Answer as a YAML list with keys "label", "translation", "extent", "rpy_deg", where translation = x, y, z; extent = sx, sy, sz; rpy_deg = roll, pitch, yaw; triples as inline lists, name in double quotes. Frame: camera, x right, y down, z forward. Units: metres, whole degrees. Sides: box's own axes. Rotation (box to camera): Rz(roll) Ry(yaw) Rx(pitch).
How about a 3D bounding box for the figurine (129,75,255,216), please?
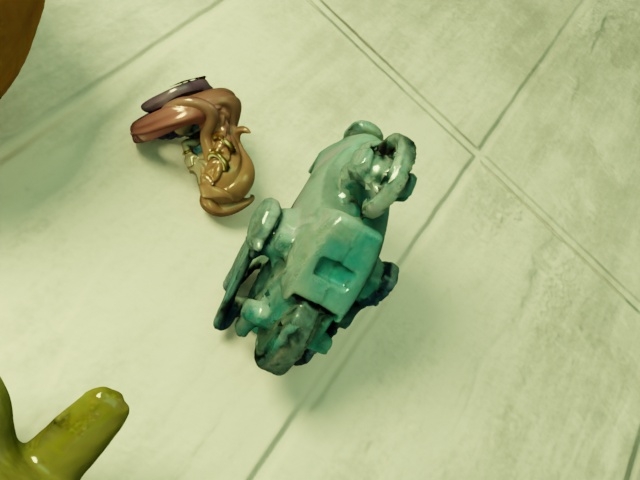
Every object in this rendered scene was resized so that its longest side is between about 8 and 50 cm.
- label: "figurine"
  translation: [-0.121, -0.107, 0.820]
  extent: [0.157, 0.126, 0.114]
  rpy_deg: [45, 92, 0]

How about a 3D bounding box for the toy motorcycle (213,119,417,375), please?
- label: "toy motorcycle"
  translation: [0.000, 0.000, 0.751]
  extent: [0.154, 0.260, 0.206]
  rpy_deg: [28, 11, -16]

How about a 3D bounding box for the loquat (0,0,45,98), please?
- label: "loquat"
  translation: [-0.381, -0.218, 0.592]
  extent: [0.328, 0.328, 0.328]
  rpy_deg: [15, 56, -24]

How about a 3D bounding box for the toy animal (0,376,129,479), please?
- label: "toy animal"
  translation: [-0.186, 0.215, 0.539]
  extent: [0.363, 0.180, 0.181]
  rpy_deg: [30, 33, -12]
